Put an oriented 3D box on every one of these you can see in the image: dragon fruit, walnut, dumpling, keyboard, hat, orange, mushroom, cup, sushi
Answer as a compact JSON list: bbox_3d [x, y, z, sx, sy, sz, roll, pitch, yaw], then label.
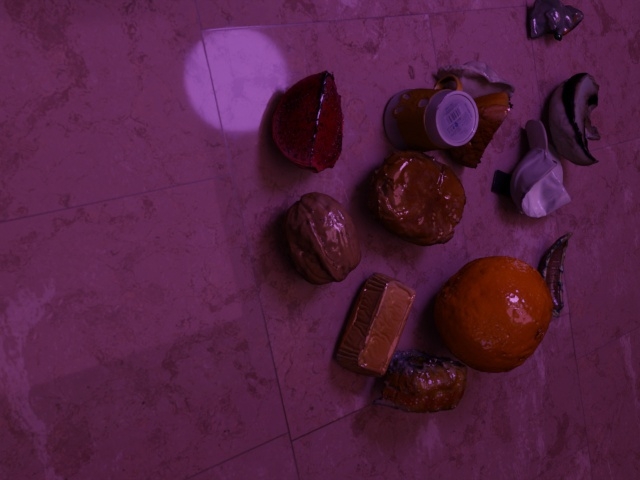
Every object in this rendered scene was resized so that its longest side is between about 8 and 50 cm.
[{"bbox_3d":[-0.028,-0.295,1.526,0.189,0.163,0.262,11,82,-1],"label":"dragon fruit"},{"bbox_3d":[0.000,0.000,1.524,0.198,0.198,0.245,-36,106,-24],"label":"walnut"},{"bbox_3d":[0.477,-0.460,1.785,0.252,0.179,0.131,21,80,-28],"label":"dumpling"},{"bbox_3d":[0.639,-0.173,1.988,0.196,0.015,0.074,15,81,-30],"label":"keyboard"},{"bbox_3d":[0.680,-0.238,1.937,0.258,0.168,0.301,39,41,-52],"label":"hat"},{"bbox_3d":[0.484,0.202,1.730,0.293,0.340,0.340,32,74,1],"label":"orange"},{"bbox_3d":[0.852,-0.400,2.015,0.247,0.130,0.344,30,61,-41],"label":"mushroom"},{"bbox_3d":[0.321,-0.358,1.672,0.185,0.226,0.241,30,85,-28],"label":"cup"},{"bbox_3d":[0.278,0.393,1.686,0.274,0.184,0.139,4,98,-37],"label":"sushi"}]

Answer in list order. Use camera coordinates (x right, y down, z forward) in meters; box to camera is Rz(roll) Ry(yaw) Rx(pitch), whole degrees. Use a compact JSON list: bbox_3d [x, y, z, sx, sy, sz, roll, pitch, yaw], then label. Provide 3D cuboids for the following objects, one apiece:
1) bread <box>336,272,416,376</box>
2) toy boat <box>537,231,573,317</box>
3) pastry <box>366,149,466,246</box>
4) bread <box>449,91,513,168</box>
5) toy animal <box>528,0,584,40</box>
[{"bbox_3d":[0.157,0.234,1.660,0.152,0.119,0.288,26,82,-29],"label":"bread"},{"bbox_3d":[0.790,0.109,2.041,0.108,0.099,0.293,2,98,-30],"label":"toy boat"},{"bbox_3d":[0.258,-0.120,1.682,0.311,0.162,0.255,27,80,-30],"label":"pastry"},{"bbox_3d":[0.441,-0.332,1.762,0.134,0.260,0.129,19,51,-7],"label":"bread"},{"bbox_3d":[0.807,-0.743,2.009,0.251,0.125,0.127,-19,130,-34],"label":"toy animal"}]
